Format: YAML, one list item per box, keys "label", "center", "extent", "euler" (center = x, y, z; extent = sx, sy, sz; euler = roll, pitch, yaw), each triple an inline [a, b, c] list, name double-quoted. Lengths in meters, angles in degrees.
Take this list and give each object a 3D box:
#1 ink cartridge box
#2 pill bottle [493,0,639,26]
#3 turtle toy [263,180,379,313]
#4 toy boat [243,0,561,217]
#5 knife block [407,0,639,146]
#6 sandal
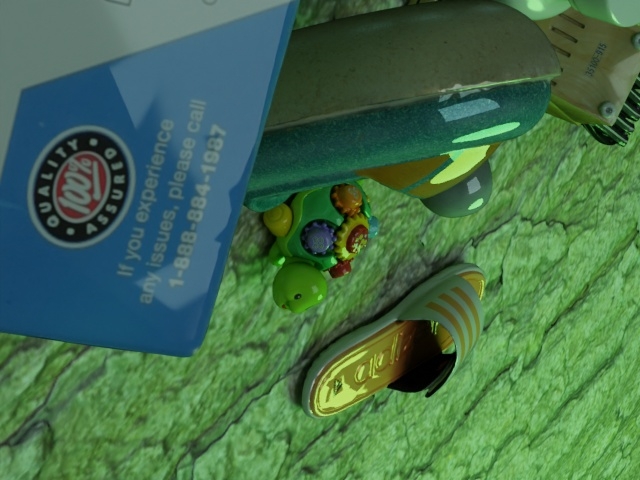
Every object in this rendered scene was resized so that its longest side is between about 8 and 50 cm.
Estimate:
- label: "ink cartridge box"
  center: [-0.209, -0.138, 0.465]
  extent: [0.394, 0.166, 0.286]
  euler: [10, 106, -24]
- label: "pill bottle"
  center: [0.122, -0.233, 0.924]
  extent: [0.136, 0.245, 0.136]
  euler: [-33, 137, -37]
- label: "turtle toy"
  center: [0.000, 0.000, 1.090]
  extent: [0.130, 0.066, 0.095]
  euler: [-54, 146, -12]
- label: "toy boat"
  center: [0.056, -0.080, 0.961]
  extent: [0.318, 0.267, 0.148]
  euler: [-14, 94, -67]
- label: "knife block"
  center: [0.190, -0.176, 1.226]
  extent: [0.275, 0.242, 0.088]
  euler: [25, 92, -12]
- label: "sandal"
  center: [0.092, 0.114, 1.287]
  extent: [0.265, 0.076, 0.102]
  euler: [-30, 135, -39]
